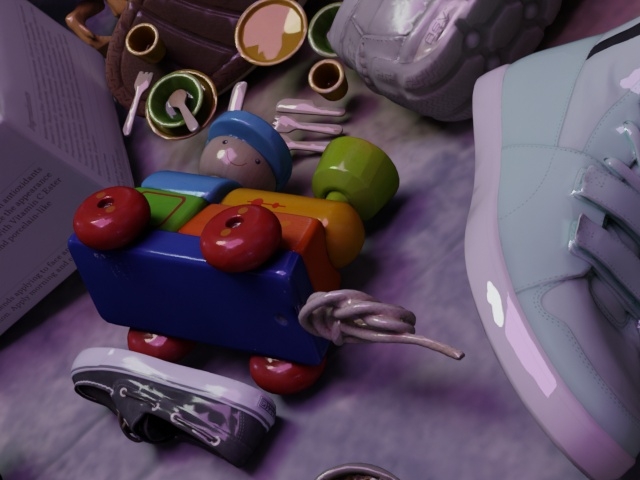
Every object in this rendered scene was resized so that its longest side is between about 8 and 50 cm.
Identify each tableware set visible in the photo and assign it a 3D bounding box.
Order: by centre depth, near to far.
[{"bbox_3d":[-0.050,-0.107,0.939,0.154,0.024,0.104,7,73,21],"label":"tableware set"}]

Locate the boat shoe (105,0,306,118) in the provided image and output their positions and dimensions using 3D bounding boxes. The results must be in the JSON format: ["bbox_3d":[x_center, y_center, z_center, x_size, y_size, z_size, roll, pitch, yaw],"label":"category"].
[{"bbox_3d":[-0.038,-0.183,1.010,0.257,0.095,0.095,-47,-1,11],"label":"boat shoe"}]

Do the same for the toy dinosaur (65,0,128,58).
[{"bbox_3d":[-0.171,-0.188,1.080,0.112,0.211,0.064,60,145,17],"label":"toy dinosaur"}]

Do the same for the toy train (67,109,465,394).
[{"bbox_3d":[0.000,0.000,0.815,0.248,0.105,0.143,8,44,34],"label":"toy train"}]

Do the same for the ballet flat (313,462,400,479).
[{"bbox_3d":[0.048,0.173,0.638,0.072,0.068,0.213,-40,41,2],"label":"ballet flat"}]

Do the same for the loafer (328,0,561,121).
[{"bbox_3d":[0.124,-0.213,0.878,0.111,0.112,0.319,34,79,39],"label":"loafer"}]

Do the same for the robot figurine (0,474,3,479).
[{"bbox_3d":[-0.309,0.178,0.833,0.278,0.173,0.209,-38,11,4],"label":"robot figurine"}]

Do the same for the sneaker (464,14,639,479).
[{"bbox_3d":[0.150,-0.019,0.699,0.151,0.094,0.256,-26,41,26],"label":"sneaker"}]

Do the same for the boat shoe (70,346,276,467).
[{"bbox_3d":[-0.088,0.090,0.828,0.142,0.049,0.040,7,61,38],"label":"boat shoe"}]

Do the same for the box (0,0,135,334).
[{"bbox_3d":[-0.229,-0.045,0.976,0.181,0.119,0.182,-39,40,17],"label":"box"}]
